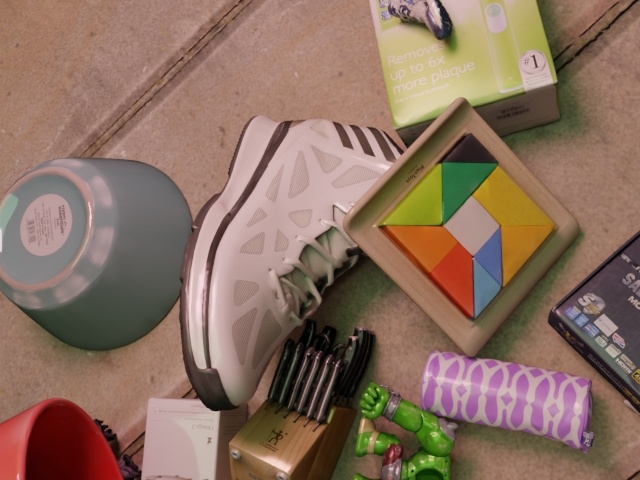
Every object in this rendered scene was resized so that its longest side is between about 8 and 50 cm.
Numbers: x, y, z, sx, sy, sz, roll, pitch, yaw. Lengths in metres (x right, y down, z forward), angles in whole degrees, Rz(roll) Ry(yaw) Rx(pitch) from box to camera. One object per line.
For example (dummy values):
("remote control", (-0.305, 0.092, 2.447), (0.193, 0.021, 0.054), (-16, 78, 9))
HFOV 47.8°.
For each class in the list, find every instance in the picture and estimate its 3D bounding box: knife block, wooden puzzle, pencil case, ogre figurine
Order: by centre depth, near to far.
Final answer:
("wooden puzzle", (0.176, -0.016, 0.854), (0.238, 0.044, 0.221), (46, 78, -11))
("pencil case", (0.220, 0.189, 0.860), (0.206, 0.086, 0.088), (10, 124, 22))
("ogre figurine", (0.100, 0.277, 0.868), (0.118, 0.097, 0.197), (7, 83, 16))
("knife block", (-0.012, 0.243, 0.939), (0.088, 0.242, 0.275), (20, 129, 25))

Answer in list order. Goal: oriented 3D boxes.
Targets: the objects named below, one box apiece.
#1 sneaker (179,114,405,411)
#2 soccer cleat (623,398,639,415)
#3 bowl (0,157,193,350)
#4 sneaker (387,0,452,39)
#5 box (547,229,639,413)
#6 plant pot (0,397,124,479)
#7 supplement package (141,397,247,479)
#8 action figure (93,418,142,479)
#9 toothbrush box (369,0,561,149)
("sneaker", (0.000, -0.001, 0.880), (0.258, 0.169, 0.447), (-1, 49, 15))
("soccer cleat", (0.384, 0.207, 0.822), (0.083, 0.029, 0.035), (25, 82, 19))
("bowl", (-0.365, 0.002, 1.075), (0.312, 0.163, 0.311), (-5, 76, 19))
("sneaker", (0.119, -0.294, 0.909), (0.058, 0.052, 0.135), (-35, 59, 21))
("box", (0.405, 0.108, 0.807), (0.183, 0.059, 0.232), (-39, 67, -6))
("plant pot", (-0.373, 0.346, 0.814), (0.243, 0.275, 0.274), (-21, 70, 2))
("supplement package", (-0.166, 0.300, 0.953), (0.105, 0.105, 0.179), (-1, 76, 14))
("action figure", (-0.373, 0.389, 0.995), (0.276, 0.141, 0.164), (-44, 68, -12))
("toothbrush box", (0.185, -0.280, 0.968), (0.206, 0.122, 0.283), (-13, 71, 17))
